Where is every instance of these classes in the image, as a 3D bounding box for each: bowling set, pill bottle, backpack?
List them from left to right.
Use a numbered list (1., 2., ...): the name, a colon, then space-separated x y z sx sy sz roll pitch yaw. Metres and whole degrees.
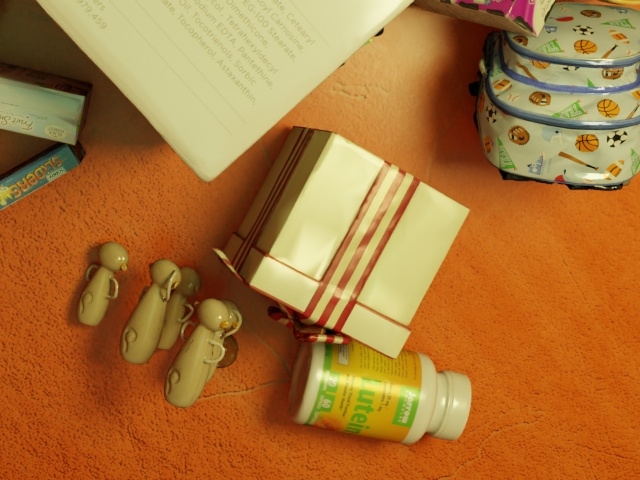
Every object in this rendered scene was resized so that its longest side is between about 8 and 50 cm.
1. bowling set: -0.187 0.100 1.583 0.200 0.287 0.154 4 114 -53
2. pill bottle: 0.087 0.220 1.645 0.246 0.136 0.136 13 99 -11
3. backpack: 0.328 -0.188 1.490 0.277 0.263 0.213 1 132 10

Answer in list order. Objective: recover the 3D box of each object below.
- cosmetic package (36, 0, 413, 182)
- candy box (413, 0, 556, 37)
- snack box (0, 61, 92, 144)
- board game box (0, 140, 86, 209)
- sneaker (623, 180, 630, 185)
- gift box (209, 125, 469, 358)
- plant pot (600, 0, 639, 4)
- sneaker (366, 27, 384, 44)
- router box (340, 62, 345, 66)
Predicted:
1. cosmetic package: -0.103 -0.330 1.321 0.394 0.329 0.327 -42 104 2
2. candy box: 0.216 -0.363 1.458 0.071 0.233 0.159 24 94 -40
3. snack box: -0.388 -0.183 1.455 0.175 0.207 0.070 12 99 -10
4. board game box: -0.412 -0.073 1.511 0.201 0.136 0.035 -30 104 -1
5. sneaker: 0.376 -0.132 1.655 0.189 0.066 0.071 16 93 -13
6. gift box: 0.000 0.000 1.537 0.276 0.255 0.258 27 90 -12
7. plant pot: 0.394 -0.423 1.535 0.205 0.188 0.205 -2 101 -8
8. sneaker: 0.093 -0.385 1.569 0.097 0.084 0.234 25 96 -42
9. router box: -0.143 -0.321 1.529 0.243 0.081 0.308 -29 104 -2
